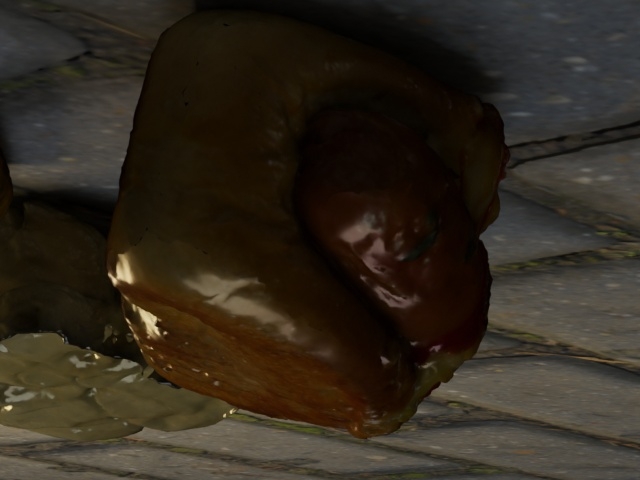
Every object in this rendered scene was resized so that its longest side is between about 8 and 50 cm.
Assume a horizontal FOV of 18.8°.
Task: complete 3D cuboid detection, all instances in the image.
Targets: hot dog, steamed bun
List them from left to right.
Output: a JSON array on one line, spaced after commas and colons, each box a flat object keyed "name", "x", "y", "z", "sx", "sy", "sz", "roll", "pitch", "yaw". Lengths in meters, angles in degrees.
[{"name": "steamed bun", "x": -0.142, "y": 0.046, "z": 1.101, "sx": 0.177, "sy": 0.106, "sz": 0.192, "roll": 19, "pitch": 150, "yaw": -38}, {"name": "hot dog", "x": 0.000, "y": 0.000, "z": 0.818, "sx": 0.153, "sy": 0.150, "sz": 0.256, "roll": 13, "pitch": 166, "yaw": 2}]

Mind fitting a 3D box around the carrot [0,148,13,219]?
[{"name": "carrot", "x": -0.169, "y": -0.039, "z": 0.894, "sx": 0.042, "sy": 0.042, "sz": 0.170, "roll": 3, "pitch": 168, "yaw": 0}]
